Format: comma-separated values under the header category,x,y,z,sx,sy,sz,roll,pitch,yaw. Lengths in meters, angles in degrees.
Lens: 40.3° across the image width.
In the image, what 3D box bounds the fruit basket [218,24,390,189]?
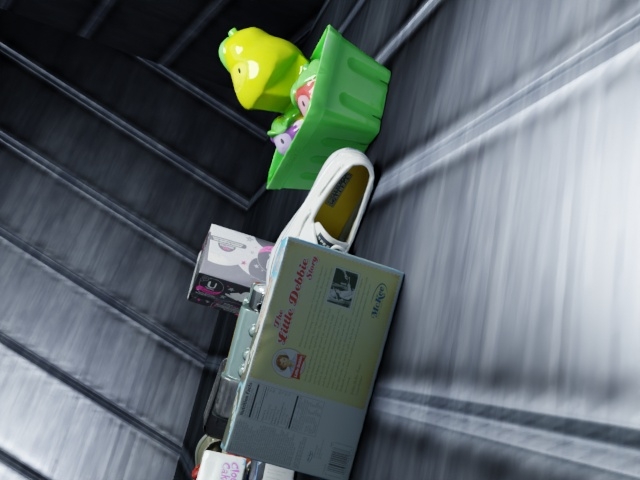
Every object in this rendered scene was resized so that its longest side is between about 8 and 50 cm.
category,x,y,z,sx,sy,sz,roll,pitch,yaw
fruit basket,-0.068,-0.307,1.921,0.392,0.392,0.283,127,159,-61

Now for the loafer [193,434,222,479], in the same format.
category,x,y,z,sx,sy,sz,roll,pitch,yaw
loafer,-0.282,0.616,2.298,0.087,0.094,0.251,39,123,53

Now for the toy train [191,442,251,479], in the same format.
category,x,y,z,sx,sy,sz,roll,pitch,yaw
toy train,-0.146,0.458,1.841,0.248,0.105,0.143,-29,17,33

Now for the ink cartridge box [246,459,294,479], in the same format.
category,x,y,z,sx,sy,sz,roll,pitch,yaw
ink cartridge box,-0.096,0.447,1.613,0.165,0.065,0.333,124,161,-60

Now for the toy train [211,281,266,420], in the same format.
category,x,y,z,sx,sy,sz,roll,pitch,yaw
toy train,-0.135,0.240,1.868,0.190,0.142,0.334,-23,-51,-82

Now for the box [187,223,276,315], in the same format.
category,x,y,z,sx,sy,sz,roll,pitch,yaw
box,-0.187,0.087,2.193,0.142,0.247,0.163,122,162,-49

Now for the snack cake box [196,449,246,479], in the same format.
category,x,y,z,sx,sy,sz,roll,pitch,yaw
snack cake box,-0.202,0.554,1.717,0.152,0.089,0.264,-75,-7,-45

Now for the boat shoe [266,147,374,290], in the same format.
category,x,y,z,sx,sy,sz,roll,pitch,yaw
boat shoe,0.008,0.002,1.691,0.367,0.135,0.156,-61,15,9

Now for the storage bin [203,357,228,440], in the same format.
category,x,y,z,sx,sy,sz,roll,pitch,yaw
storage bin,-0.205,0.391,2.124,0.084,0.122,0.180,-126,55,-78

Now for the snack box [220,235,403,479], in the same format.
category,x,y,z,sx,sy,sz,roll,pitch,yaw
snack box,-0.010,0.173,1.280,0.060,0.187,0.322,153,134,-76
